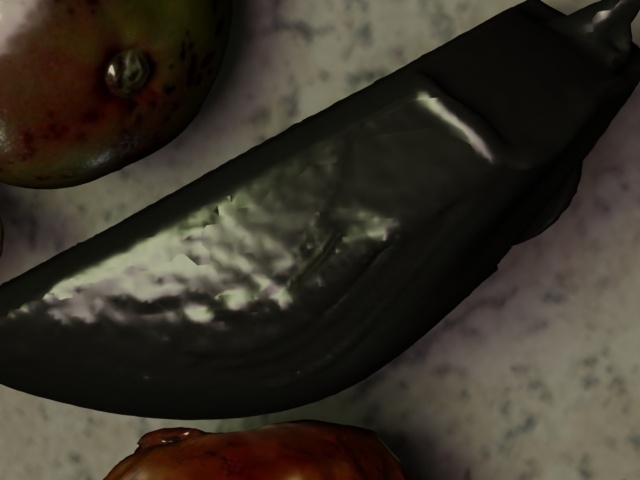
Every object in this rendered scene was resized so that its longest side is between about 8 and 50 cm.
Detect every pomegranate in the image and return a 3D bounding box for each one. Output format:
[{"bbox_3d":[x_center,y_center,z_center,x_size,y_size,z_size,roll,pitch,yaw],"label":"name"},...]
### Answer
[{"bbox_3d":[-0.095,-0.076,0.656,0.130,0.130,0.130,3,97,22],"label":"pomegranate"}]

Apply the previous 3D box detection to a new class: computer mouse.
[{"bbox_3d":[0.000,0.000,0.613,0.264,0.147,0.088,-30,95,25],"label":"computer mouse"}]

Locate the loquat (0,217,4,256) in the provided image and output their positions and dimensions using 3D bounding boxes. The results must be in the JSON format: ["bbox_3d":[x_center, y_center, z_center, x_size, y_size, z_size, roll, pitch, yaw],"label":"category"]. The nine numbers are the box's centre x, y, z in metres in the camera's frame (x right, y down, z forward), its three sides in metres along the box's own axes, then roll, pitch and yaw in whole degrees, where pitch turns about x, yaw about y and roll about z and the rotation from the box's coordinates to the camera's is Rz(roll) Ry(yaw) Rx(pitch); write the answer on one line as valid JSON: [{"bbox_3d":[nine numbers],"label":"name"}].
[{"bbox_3d":[-0.213,-0.013,0.693,0.205,0.149,0.172,4,93,10],"label":"loquat"}]

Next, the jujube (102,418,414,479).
[{"bbox_3d":[-0.016,0.205,0.613,0.197,0.197,0.290,-9,77,23],"label":"jujube"}]
